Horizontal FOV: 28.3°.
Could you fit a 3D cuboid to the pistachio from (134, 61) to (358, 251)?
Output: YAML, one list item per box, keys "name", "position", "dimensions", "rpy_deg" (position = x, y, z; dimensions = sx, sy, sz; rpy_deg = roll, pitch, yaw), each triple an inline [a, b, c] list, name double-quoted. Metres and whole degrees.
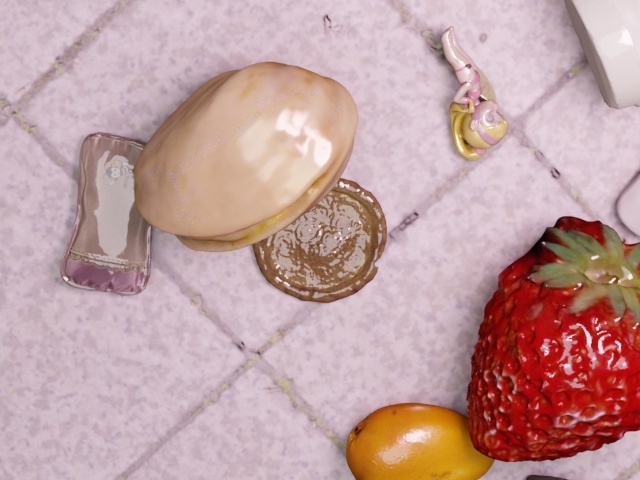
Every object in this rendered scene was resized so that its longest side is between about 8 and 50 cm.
- name: "pistachio"
  position: [-0.095, -0.113, 1.700]
  dimensions: [0.321, 0.238, 0.229]
  rpy_deg: [-28, 142, 17]

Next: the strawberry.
- name: "strawberry"
  position: [0.345, 0.159, 1.716]
  dimensions: [0.291, 0.292, 0.310]
  rpy_deg: [6, 128, 2]

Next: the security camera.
- name: "security camera"
  position: [0.454, -0.294, 1.647]
  dimensions: [0.236, 0.194, 0.194]
  rpy_deg: [-24, 100, 7]

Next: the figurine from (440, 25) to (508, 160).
- name: "figurine"
  position: [0.200, -0.201, 1.745]
  dimensions: [0.083, 0.083, 0.187]
  rpy_deg: [-22, 106, 7]

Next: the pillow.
- name: "pillow"
  position: [-0.295, -0.034, 1.819]
  dimensions: [0.130, 0.038, 0.233]
  rpy_deg: [12, 100, -2]

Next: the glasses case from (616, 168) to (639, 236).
- name: "glasses case"
  position: [0.505, -0.103, 1.750]
  dimensions: [0.092, 0.059, 0.233]
  rpy_deg: [36, 101, -6]

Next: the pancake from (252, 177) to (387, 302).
- name: "pancake"
  position: [0.000, 0.000, 1.819]
  dimensions: [0.199, 0.021, 0.199]
  rpy_deg: [1, 103, 2]

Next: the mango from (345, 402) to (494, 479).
- name: "mango"
  position: [0.147, 0.305, 1.835]
  dimensions: [0.219, 0.112, 0.145]
  rpy_deg: [1, 102, -9]

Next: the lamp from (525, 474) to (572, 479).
- name: "lamp"
  position: [0.407, 0.416, 1.849]
  dimensions: [0.250, 0.101, 0.101]
  rpy_deg: [26, 102, 10]
